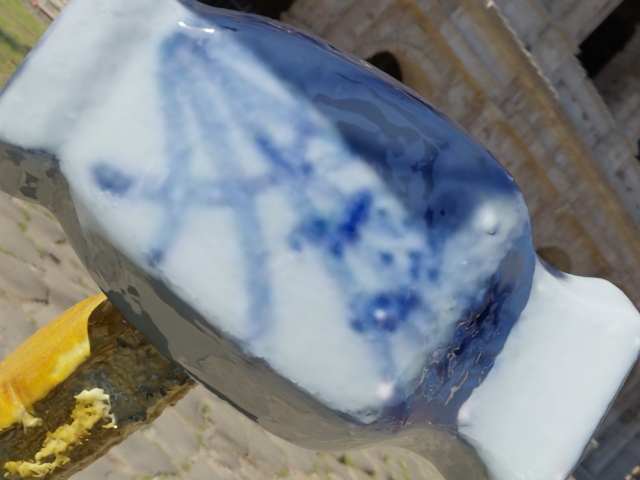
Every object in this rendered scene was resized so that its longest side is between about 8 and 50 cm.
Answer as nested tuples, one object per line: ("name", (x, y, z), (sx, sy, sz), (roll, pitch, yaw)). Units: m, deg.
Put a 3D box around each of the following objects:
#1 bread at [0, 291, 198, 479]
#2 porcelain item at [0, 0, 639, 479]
("bread", (-0.201, 0.121, 0.705), (0.121, 0.245, 0.174), (57, 12, 0))
("porcelain item", (0.000, 0.000, 0.544), (0.405, 0.242, 0.178), (35, -8, -10))
